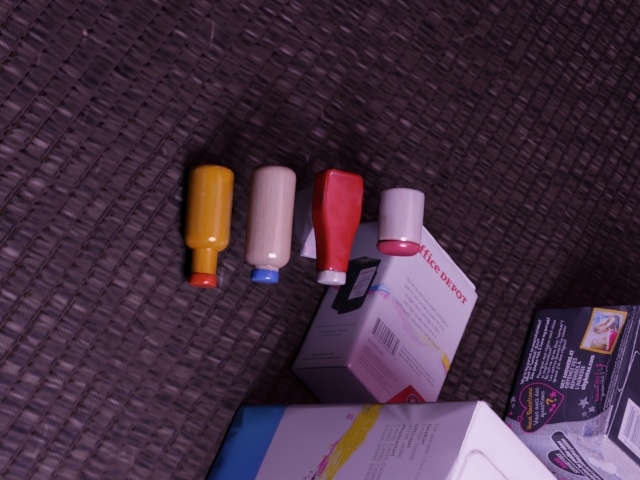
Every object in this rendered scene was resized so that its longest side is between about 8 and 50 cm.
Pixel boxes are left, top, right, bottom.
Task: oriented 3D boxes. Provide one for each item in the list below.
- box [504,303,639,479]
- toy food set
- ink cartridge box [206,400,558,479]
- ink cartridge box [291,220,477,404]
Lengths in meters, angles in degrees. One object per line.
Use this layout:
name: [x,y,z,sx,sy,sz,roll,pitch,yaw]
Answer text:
box: [0.324,0.199,2.007,0.247,0.142,0.163,41,58,-37]
toy food set: [0.000,0.000,1.650,0.232,0.111,0.105,11,78,-33]
ink cartridge box: [0.051,0.267,1.584,0.198,0.270,0.197,47,53,-34]
ink cartridge box: [0.063,0.085,1.771,0.127,0.072,0.175,48,52,-34]
